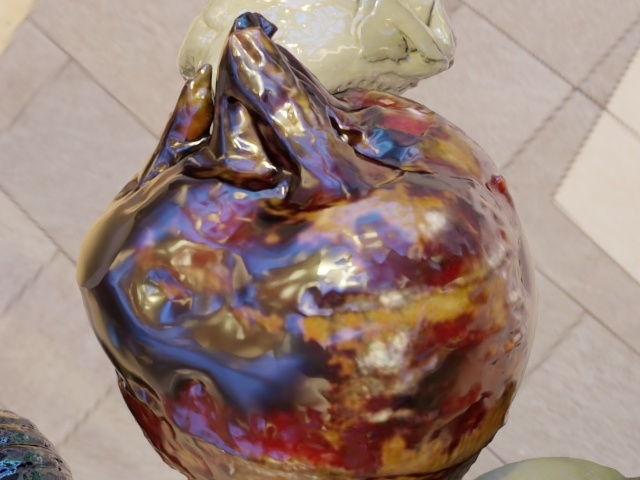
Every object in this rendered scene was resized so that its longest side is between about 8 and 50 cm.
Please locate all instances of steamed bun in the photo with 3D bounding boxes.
[{"bbox_3d":[-0.001,-0.168,1.171,0.218,0.211,0.144,-13,91,-18],"label":"steamed bun"}]

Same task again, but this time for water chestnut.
[{"bbox_3d":[-0.010,0.025,0.898,0.289,0.244,0.289,-38,34,33],"label":"water chestnut"}]

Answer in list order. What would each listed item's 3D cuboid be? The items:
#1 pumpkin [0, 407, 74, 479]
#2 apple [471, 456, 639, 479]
[{"bbox_3d":[-0.240,0.212,1.125,0.194,0.194,0.150,23,42,24],"label":"pumpkin"},{"bbox_3d":[0.223,0.278,1.008,0.320,0.360,0.312,38,115,-12],"label":"apple"}]
